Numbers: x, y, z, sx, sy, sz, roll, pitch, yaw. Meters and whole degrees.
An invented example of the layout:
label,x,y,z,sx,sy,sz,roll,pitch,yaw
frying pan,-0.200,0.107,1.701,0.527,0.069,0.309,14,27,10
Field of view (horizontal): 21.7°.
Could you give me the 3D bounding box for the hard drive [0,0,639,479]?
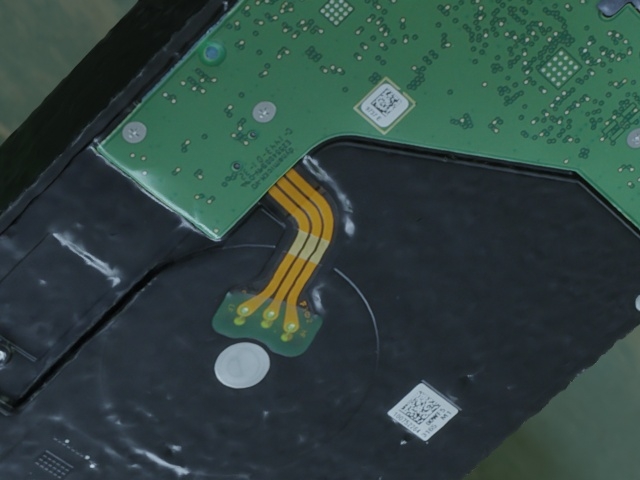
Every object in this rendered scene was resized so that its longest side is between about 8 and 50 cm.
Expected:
label,x,y,z,sx,sy,sz,roll,pitch,yaw
hard drive,0.000,0.000,0.662,0.237,0.064,0.339,37,108,-29
